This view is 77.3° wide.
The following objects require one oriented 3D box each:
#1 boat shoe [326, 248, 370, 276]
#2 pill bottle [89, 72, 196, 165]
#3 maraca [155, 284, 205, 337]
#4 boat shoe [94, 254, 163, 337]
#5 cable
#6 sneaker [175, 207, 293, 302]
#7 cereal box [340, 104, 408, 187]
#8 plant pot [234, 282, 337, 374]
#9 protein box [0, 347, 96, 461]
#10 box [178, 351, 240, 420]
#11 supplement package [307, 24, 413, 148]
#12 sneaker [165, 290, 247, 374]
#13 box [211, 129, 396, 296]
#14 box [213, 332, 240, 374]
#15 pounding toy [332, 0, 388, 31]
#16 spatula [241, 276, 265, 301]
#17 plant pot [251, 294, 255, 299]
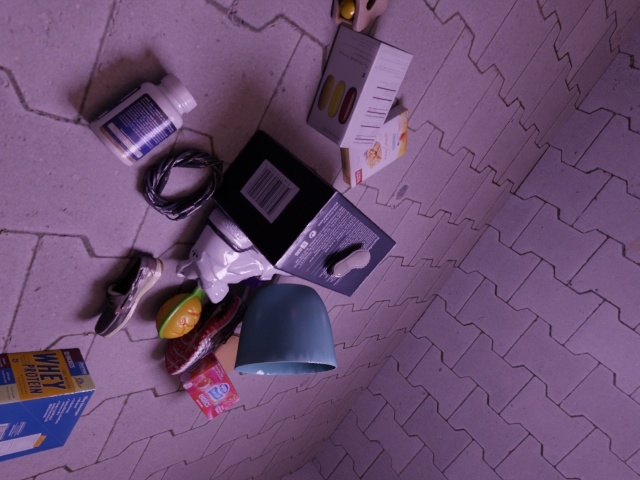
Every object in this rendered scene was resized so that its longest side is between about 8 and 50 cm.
[{"bbox_3d":[0.067,0.054,0.957,0.125,0.038,0.046,-28,102,-36],"label":"boat shoe"},{"bbox_3d":[-0.311,-0.220,0.717,0.169,0.094,0.094,-42,147,-8],"label":"pill bottle"},{"bbox_3d":[-0.371,0.189,1.092,0.185,0.099,0.127,-51,174,-33],"label":"maraca"},{"bbox_3d":[-0.464,0.125,0.937,0.223,0.080,0.073,-52,142,-2],"label":"boat shoe"},{"bbox_3d":[-0.296,-0.133,0.884,0.185,0.047,0.150,-38,142,-9],"label":"cable"},{"bbox_3d":[-0.218,0.067,1.105,0.210,0.137,0.366,-48,143,3],"label":"sneaker"},{"bbox_3d":[0.170,-0.289,1.241,0.240,0.047,0.173,-36,146,-17],"label":"cereal box"},{"bbox_3d":[-0.103,0.264,1.196,0.294,0.234,0.293,-2,156,-1],"label":"plant pot"},{"bbox_3d":[-0.668,0.370,0.903,0.201,0.136,0.199,13,114,-54],"label":"protein box"},{"bbox_3d":[-0.373,0.457,1.315,0.123,0.128,0.256,-30,136,-20],"label":"box"},{"bbox_3d":[0.092,-0.366,0.983,0.134,0.139,0.243,-11,132,-45],"label":"supplement package"},{"bbox_3d":[-0.338,0.291,1.203,0.299,0.121,0.112,-43,138,-6],"label":"sneaker"},{"bbox_3d":[-0.029,-0.051,1.042,0.212,0.293,0.395,-51,147,6],"label":"box"},{"bbox_3d":[-0.339,0.420,1.444,0.201,0.021,0.164,-49,147,2],"label":"box"},{"bbox_3d":[0.095,-0.550,0.772,0.154,0.155,0.269,-33,145,-29],"label":"pounding toy"},{"bbox_3d":[-0.258,0.196,1.288,0.296,0.030,0.084,-52,146,8],"label":"spatula"},{"bbox_3d":[-0.185,0.223,1.368,0.083,0.083,0.079,-46,160,-2],"label":"plant pot"}]
